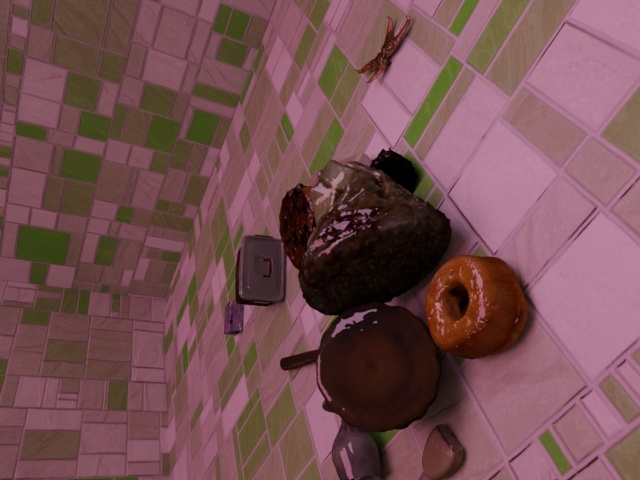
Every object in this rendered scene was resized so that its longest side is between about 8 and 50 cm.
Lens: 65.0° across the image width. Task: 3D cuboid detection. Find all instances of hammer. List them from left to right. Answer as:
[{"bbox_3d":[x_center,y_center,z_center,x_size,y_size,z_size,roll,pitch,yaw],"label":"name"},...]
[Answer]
[{"bbox_3d":[-0.030,0.393,1.710,0.440,0.044,0.168,-33,50,55],"label":"hammer"}]

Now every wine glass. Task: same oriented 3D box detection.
[{"bbox_3d":[0.084,0.532,1.343,0.126,0.127,0.241,-59,32,33],"label":"wine glass"}]

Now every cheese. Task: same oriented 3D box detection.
[{"bbox_3d":[0.250,0.508,1.122,0.192,0.038,0.097,-67,28,20],"label":"cheese"}]

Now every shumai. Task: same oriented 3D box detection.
[{"bbox_3d":[0.097,-0.042,1.252,0.395,0.396,0.347,-51,48,42],"label":"shumai"}]

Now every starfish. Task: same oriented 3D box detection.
[{"bbox_3d":[0.212,-0.631,1.653,0.247,0.050,0.138,-53,35,28],"label":"starfish"}]

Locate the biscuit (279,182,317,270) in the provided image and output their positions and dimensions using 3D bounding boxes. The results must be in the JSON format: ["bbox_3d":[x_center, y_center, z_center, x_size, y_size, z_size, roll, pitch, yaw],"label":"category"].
[{"bbox_3d":[-0.058,-0.051,1.806,0.334,0.081,0.289,-52,52,54],"label":"biscuit"}]

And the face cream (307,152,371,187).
[{"bbox_3d":[0.056,-0.184,1.729,0.349,0.081,0.173,-5,82,62],"label":"face cream"}]

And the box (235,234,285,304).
[{"bbox_3d":[-0.260,0.137,2.111,0.167,0.194,0.293,135,139,-60],"label":"box"}]

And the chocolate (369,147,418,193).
[{"bbox_3d":[0.197,-0.198,1.432,0.133,0.156,0.156,-87,23,-53],"label":"chocolate"}]

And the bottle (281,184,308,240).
[{"bbox_3d":[-0.085,-0.094,1.984,0.072,0.082,0.244,-15,-55,-70],"label":"bottle"}]

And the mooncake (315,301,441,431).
[{"bbox_3d":[0.135,0.292,1.163,0.161,0.291,0.290,62,-157,-62],"label":"mooncake"}]

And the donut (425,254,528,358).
[{"bbox_3d":[0.318,0.138,1.058,0.227,0.114,0.226,-38,46,54],"label":"donut"}]

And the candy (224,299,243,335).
[{"bbox_3d":[-0.424,0.377,2.447,0.092,0.073,0.160,-39,47,54],"label":"candy"}]
